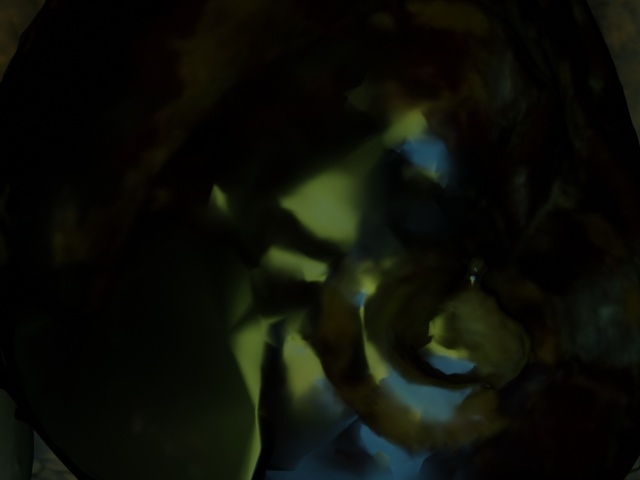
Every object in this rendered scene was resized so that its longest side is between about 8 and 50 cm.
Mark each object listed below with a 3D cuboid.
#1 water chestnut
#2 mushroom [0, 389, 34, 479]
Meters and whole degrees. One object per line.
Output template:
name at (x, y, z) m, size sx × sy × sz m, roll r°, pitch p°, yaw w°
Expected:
water chestnut at (0.000, 0.000, 0.811) m, size 0.335 × 0.347 × 0.335 m, roll 0°, pitch 89°, yaw -3°
mushroom at (-0.318, 0.077, 0.811) m, size 0.362 × 0.294 × 0.362 m, roll 23°, pitch 145°, yaw 17°
